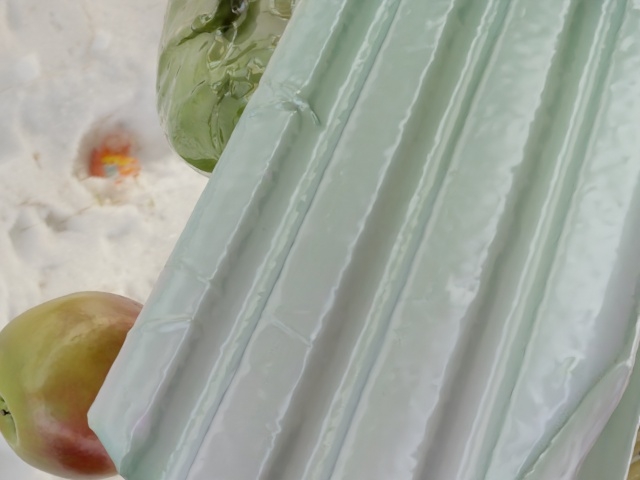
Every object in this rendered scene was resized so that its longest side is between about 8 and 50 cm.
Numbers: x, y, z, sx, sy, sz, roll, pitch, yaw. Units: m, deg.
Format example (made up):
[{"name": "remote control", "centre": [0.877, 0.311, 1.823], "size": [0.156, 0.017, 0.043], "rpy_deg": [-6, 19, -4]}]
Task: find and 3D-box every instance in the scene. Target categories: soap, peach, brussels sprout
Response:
[{"name": "soap", "centre": [0.044, 0.029, 0.537], "size": [0.115, 0.208, 0.347], "rpy_deg": [69, 36, -50]}, {"name": "peach", "centre": [-0.267, 0.165, 1.379], "size": [0.231, 0.231, 0.231], "rpy_deg": [13, 70, -42]}, {"name": "brussels sprout", "centre": [-0.016, -0.189, 1.044], "size": [0.247, 0.328, 0.328], "rpy_deg": [14, 69, -25]}]

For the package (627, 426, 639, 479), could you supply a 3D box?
[{"name": "package", "centre": [0.329, 0.181, 1.015], "size": [0.311, 0.221, 0.165], "rpy_deg": [-42, 134, -4]}]
